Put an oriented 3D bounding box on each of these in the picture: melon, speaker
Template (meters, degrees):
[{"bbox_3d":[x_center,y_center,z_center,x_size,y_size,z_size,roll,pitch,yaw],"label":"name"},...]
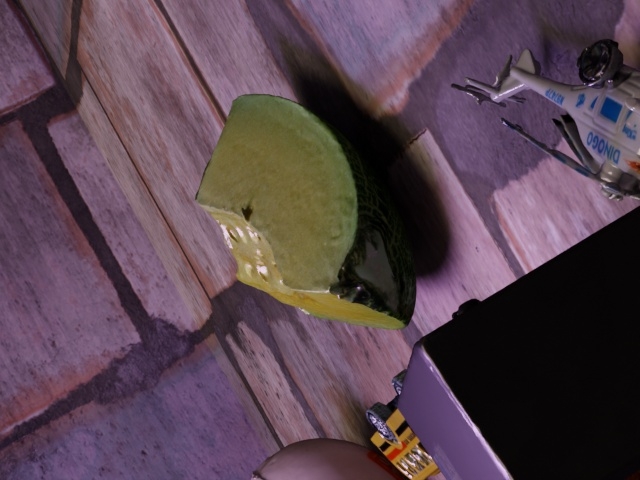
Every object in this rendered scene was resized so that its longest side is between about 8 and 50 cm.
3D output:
[{"bbox_3d":[0.000,0.000,1.719,0.343,0.226,0.331,19,125,50],"label":"melon"},{"bbox_3d":[0.208,0.122,1.200,0.184,0.232,0.254,57,169,16],"label":"speaker"}]

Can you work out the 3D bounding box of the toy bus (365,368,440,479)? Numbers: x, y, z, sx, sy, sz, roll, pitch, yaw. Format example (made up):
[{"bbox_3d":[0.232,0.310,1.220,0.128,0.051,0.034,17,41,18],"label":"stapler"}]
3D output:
[{"bbox_3d":[0.148,0.209,1.765,0.123,0.121,0.335,50,163,9],"label":"toy bus"}]

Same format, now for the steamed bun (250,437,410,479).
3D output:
[{"bbox_3d":[0.058,0.481,2.296,0.374,0.241,0.374,51,157,32],"label":"steamed bun"}]

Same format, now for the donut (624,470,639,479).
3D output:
[{"bbox_3d":[0.277,0.222,1.457,0.166,0.073,0.184,56,162,29],"label":"donut"}]

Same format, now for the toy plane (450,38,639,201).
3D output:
[{"bbox_3d":[0.218,-0.100,1.095,0.182,0.107,0.273,21,-167,-11],"label":"toy plane"}]
